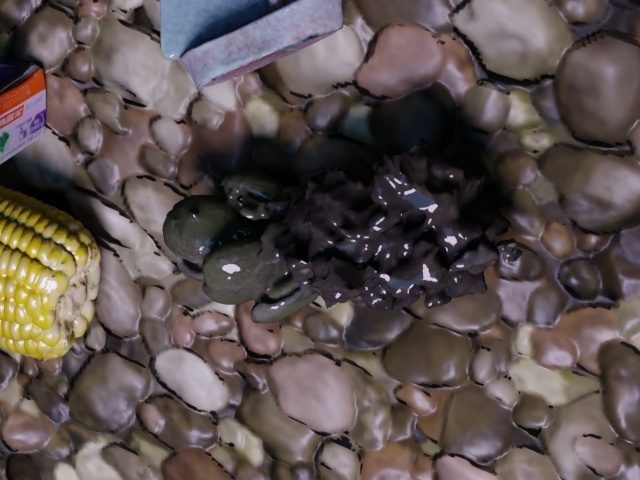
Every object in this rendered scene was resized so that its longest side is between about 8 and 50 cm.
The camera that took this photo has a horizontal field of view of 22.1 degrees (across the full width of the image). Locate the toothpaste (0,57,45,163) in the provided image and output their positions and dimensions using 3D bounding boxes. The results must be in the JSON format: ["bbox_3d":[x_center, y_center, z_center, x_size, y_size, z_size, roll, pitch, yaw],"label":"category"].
[{"bbox_3d":[-0.231,-0.076,0.817,0.196,0.047,0.040,11,120,22],"label":"toothpaste"}]

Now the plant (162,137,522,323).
[{"bbox_3d":[0.000,0.000,0.722,0.174,0.087,0.085,-3,136,32],"label":"plant"}]

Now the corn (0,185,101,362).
[{"bbox_3d":[-0.188,0.001,0.821,0.165,0.063,0.085,23,144,16],"label":"corn"}]

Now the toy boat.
[{"bbox_3d":[-0.046,-0.134,0.714,0.096,0.034,0.122,-20,94,32],"label":"toy boat"}]
